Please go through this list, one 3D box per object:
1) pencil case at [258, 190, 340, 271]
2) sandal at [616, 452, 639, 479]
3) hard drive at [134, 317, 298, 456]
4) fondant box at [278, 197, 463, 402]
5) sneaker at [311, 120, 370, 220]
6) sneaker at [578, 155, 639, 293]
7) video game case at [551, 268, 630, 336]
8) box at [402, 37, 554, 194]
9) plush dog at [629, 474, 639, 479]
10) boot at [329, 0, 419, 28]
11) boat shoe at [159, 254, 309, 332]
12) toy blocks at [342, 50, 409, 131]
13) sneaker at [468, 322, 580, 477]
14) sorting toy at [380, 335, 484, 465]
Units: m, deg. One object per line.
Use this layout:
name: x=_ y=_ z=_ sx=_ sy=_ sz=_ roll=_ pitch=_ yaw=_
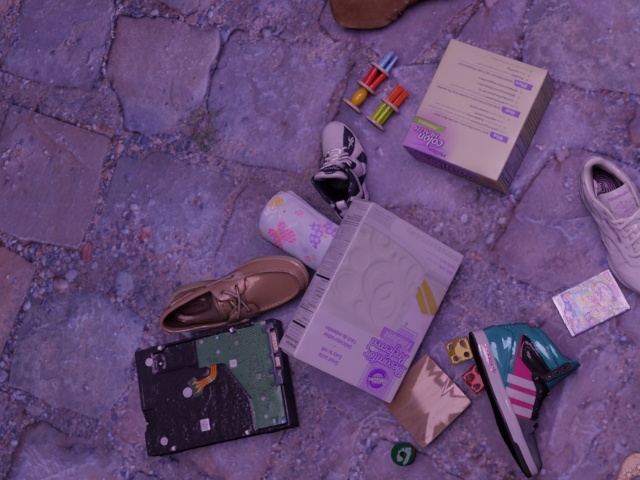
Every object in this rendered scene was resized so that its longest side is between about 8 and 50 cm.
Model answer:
pencil case: x=0.000 y=0.000 z=1.998 sx=0.273 sy=0.113 sz=0.124 roll=29 pitch=117 yaw=25
sandal: x=0.548 y=0.500 z=1.710 sx=0.088 sy=0.079 sz=0.240 roll=10 pitch=83 yaw=22
hard drive: x=-0.226 y=0.317 z=2.049 sx=0.339 sy=0.064 sz=0.236 roll=-16 pitch=74 yaw=18
fondant box: x=0.101 y=0.118 z=1.865 sx=0.330 sy=0.238 sz=0.096 roll=-63 pitch=23 yaw=-3
sneaker: x=0.036 y=-0.156 z=1.998 sx=0.094 sy=0.153 sz=0.234 roll=-10 pitch=76 yaw=17
sneaker: x=0.564 y=-0.023 z=1.774 sx=0.114 sy=0.152 sz=0.305 roll=-31 pitch=71 yaw=10
video game case: x=0.520 y=0.120 z=1.836 sx=0.122 sy=0.011 sz=0.087 roll=-29 pitch=71 yaw=13
box: x=0.321 y=-0.250 z=1.931 sx=0.214 sy=0.117 sz=0.242 roll=24 pitch=87 yaw=23
plush dog: x=0.596 y=0.543 z=1.607 sx=0.211 sy=0.225 sz=0.262 roll=19 pitch=96 yaw=42
boot: x=0.168 y=-0.526 z=2.074 sx=0.305 sy=0.112 sz=0.115 roll=0 pitch=109 yaw=16
boat shoe: x=-0.183 y=0.129 z=2.024 sx=0.341 sy=0.110 sz=0.121 roll=-19 pitch=108 yaw=22
toy blocks: x=0.136 y=-0.325 z=2.050 sx=0.123 sy=0.054 sz=0.148 roll=40 pitch=94 yaw=24
sneaker: x=0.407 y=0.282 z=1.792 sx=0.179 sy=0.124 sz=0.295 roll=-20 pitch=94 yaw=-1
sorting toy: x=0.219 y=0.311 z=1.891 sx=0.274 sy=0.046 sz=0.132 roll=-46 pitch=67 yaw=7
